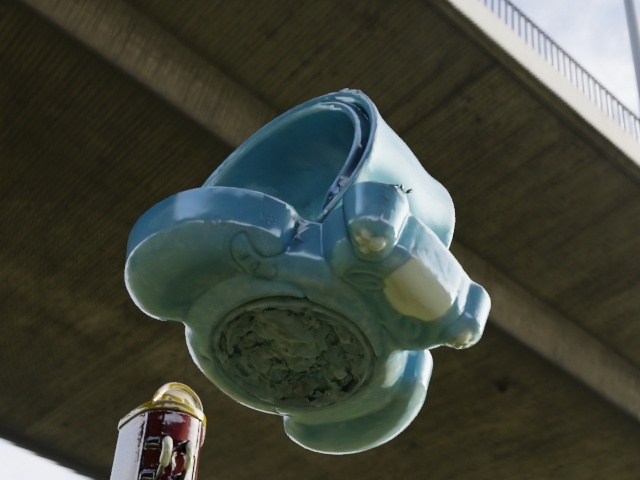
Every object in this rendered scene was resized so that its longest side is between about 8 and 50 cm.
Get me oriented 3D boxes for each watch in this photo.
[{"bbox_3d":[0.000,0.000,0.573,0.211,0.193,0.211,3,-49,3],"label":"watch"}]

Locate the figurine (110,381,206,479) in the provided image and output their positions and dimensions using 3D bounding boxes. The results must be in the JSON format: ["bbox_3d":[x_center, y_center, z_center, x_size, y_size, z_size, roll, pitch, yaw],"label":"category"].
[{"bbox_3d":[-0.139,0.194,0.826,0.082,0.154,0.098,15,-37,-15],"label":"figurine"}]
